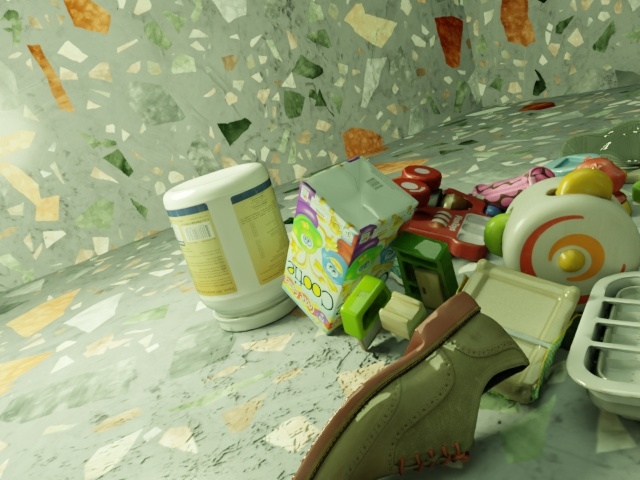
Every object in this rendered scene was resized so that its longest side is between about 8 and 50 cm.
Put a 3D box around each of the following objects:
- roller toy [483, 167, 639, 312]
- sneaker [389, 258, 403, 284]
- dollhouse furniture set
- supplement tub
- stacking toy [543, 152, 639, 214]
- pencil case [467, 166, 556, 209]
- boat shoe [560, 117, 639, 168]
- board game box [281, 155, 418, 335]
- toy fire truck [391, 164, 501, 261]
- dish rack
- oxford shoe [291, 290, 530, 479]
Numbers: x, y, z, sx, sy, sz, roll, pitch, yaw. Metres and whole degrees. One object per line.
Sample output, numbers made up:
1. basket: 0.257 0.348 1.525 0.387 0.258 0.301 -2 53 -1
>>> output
1. roller toy: 0.384 0.006 0.811 0.209 0.191 0.146 -40 6 27
2. sneaker: 0.172 0.045 1.107 0.065 0.076 0.166 -25 18 -25
3. dollhouse furniture set: 0.212 0.135 0.791 0.301 0.151 0.197 19 57 36
4. supplement tub: -0.180 0.012 1.130 0.228 0.316 0.228 -15 16 4
5. stacking toy: 0.675 -0.160 1.196 0.279 0.130 0.309 -14 16 9
6. pencil case: 0.461 -0.117 1.268 0.098 0.095 0.209 16 -17 -25
7. boat shoe: 0.804 -0.245 1.386 0.103 0.118 0.320 7 -5 -30
8. board game box: 0.040 0.015 0.934 0.142 0.275 0.144 -28 58 -33
9. toy fire truck: 0.287 -0.054 1.230 0.253 0.169 0.302 17 29 19
10. dish rack: 0.468 0.121 0.566 0.332 0.072 0.285 -4 19 38
11. oxford shoe: 0.099 0.204 0.569 0.130 0.123 0.348 40 69 22
